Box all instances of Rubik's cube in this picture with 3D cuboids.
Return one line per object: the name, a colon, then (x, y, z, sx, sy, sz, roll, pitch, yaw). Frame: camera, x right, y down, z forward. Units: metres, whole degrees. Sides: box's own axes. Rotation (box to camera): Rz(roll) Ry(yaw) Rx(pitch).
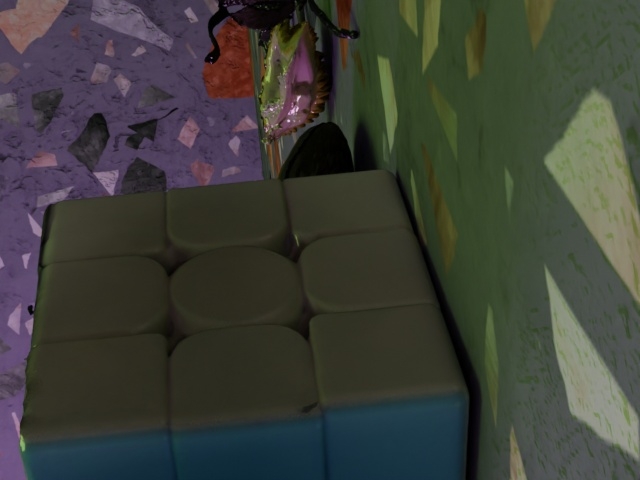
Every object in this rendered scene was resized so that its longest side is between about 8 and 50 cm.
Rubik's cube: (-0.058, 0.145, 0.855, 0.291, 0.291, 0.291, -105, 10, -55)

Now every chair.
chair: (-0.045, -0.280, 1.072, 0.213, 0.149, 0.174, -97, 2, -58)

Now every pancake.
pancake: (-0.001, 0.002, 1.090, 0.250, 0.031, 0.250, 2, -90, -73)

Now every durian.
durian: (-0.021, -0.201, 1.286, 0.224, 0.078, 0.140, 134, 142, -70)

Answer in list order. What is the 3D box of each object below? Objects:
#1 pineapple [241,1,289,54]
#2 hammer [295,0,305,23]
pineapple: (-0.106, -0.410, 1.789, 0.125, 0.125, 0.251, 89, 167, -45)
hammer: (-0.019, -0.269, 1.477, 0.062, 0.017, 0.182, 95, 166, -66)
